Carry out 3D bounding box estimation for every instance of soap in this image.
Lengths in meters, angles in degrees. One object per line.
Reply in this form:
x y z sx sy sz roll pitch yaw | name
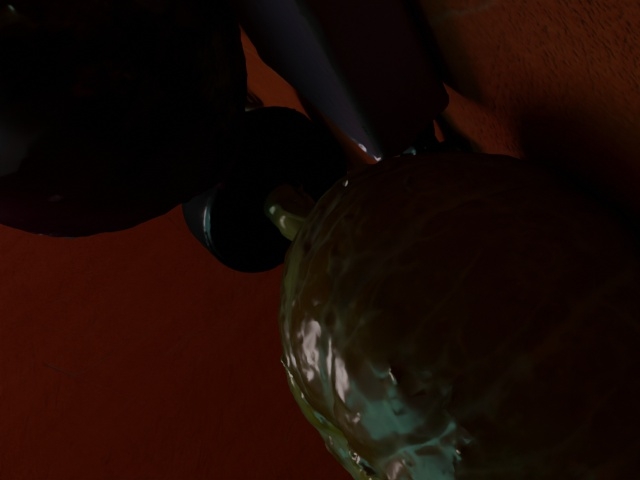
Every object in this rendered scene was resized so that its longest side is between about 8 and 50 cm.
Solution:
-0.018 -0.189 0.804 0.181 0.081 0.259 45 174 39 | soap

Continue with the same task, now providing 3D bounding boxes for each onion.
-0.274 -0.182 0.960 0.398 0.420 0.399 32 -126 -59 | onion

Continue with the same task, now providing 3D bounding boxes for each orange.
0.119 0.085 0.788 0.329 0.249 0.329 42 164 16 | orange

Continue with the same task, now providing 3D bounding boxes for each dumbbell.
0.000 0.000 1.318 0.322 0.203 0.204 43 172 41 | dumbbell

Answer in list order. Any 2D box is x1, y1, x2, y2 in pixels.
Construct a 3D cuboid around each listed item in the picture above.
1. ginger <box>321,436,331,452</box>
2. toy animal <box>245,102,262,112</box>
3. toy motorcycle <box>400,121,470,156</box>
0.081 0.202 1.209 0.294 0.086 0.131 48 -141 -47 | ginger
-0.129 -0.112 1.683 0.089 0.188 0.179 -136 40 -72 | toy animal
0.096 -0.053 0.997 0.100 0.058 0.173 53 175 23 | toy motorcycle
